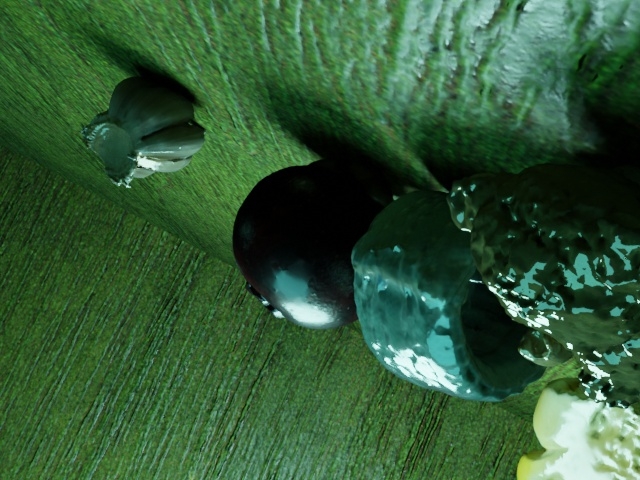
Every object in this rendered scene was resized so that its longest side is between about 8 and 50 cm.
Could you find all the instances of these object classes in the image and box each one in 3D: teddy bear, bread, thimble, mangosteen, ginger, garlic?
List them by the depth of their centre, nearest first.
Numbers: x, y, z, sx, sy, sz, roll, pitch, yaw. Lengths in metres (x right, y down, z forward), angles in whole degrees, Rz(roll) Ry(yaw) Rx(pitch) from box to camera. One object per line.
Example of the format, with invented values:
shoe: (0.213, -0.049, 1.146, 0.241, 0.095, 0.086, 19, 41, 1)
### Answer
teddy bear: (0.217, 0.024, 0.651, 0.267, 0.156, 0.256, 18, 164, 50)
ginger: (0.252, 0.076, 0.824, 0.051, 0.173, 0.069, 58, 148, 11)
thimble: (0.139, 0.054, 0.866, 0.235, 0.198, 0.143, 29, 170, -40)
mangosteen: (0.000, 0.000, 0.984, 0.209, 0.210, 0.210, 28, 170, 6)
garlic: (-0.200, -0.140, 1.118, 0.131, 0.127, 0.194, 44, -158, 19)
bread: (0.494, 0.353, 1.238, 0.424, 0.245, 0.329, 26, 170, 38)
